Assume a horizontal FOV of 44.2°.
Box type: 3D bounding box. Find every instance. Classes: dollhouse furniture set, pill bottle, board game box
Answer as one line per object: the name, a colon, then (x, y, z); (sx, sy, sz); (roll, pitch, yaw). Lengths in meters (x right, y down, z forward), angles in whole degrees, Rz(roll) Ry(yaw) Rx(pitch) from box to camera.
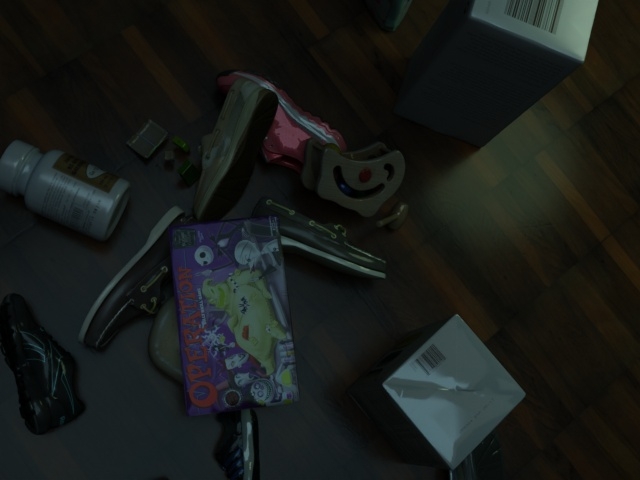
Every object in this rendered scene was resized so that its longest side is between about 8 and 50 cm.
dollhouse furniture set: (-0.317, -0.179, 1.627); (0.151, 0.058, 0.076); (35, 79, 17)
pill bottle: (-0.494, -0.100, 1.513); (0.229, 0.131, 0.131); (24, 73, -6)
board game box: (-0.158, 0.134, 1.441); (0.208, 0.056, 0.347); (-8, 83, -1)

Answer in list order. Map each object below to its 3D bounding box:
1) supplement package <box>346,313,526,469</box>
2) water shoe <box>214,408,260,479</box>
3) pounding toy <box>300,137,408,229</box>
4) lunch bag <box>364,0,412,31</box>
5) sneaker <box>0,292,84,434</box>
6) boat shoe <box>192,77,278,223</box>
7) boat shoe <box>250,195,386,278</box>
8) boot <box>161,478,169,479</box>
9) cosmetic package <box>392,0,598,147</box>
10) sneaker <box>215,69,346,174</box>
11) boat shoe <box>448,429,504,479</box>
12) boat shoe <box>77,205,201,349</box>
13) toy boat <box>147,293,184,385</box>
supplement package: (0.210, 0.292, 1.509); (0.199, 0.263, 0.198); (-40, 87, -18)
water shoe: (-0.161, 0.424, 1.509); (0.080, 0.073, 0.203); (-3, 73, 9)
pounding toy: (0.102, -0.125, 1.608); (0.269, 0.155, 0.154); (21, 100, -37)
lunch bag: (0.154, -0.621, 1.728); (0.160, 0.223, 0.263); (-8, 79, -6)
sneaker: (-0.524, 0.222, 1.466); (0.106, 0.101, 0.268); (-13, 79, -37)
boat shoe: (-0.191, -0.179, 1.588); (0.098, 0.109, 0.302); (30, 102, 22)
boat shoe: (0.001, -0.001, 1.612); (0.304, 0.109, 0.091); (20, 79, -3)
boot: (-0.349, 0.578, 1.390); (0.283, 0.109, 0.220); (-17, 67, -29)
cosmetic package: (0.332, -0.365, 1.588); (0.230, 0.453, 0.162); (20, 73, -8)
sneaker: (-0.100, -0.236, 1.641); (0.313, 0.116, 0.136); (34, 74, -3)
boat shoe: (0.307, 0.528, 1.573); (0.118, 0.103, 0.321); (-1, 83, -32)
boat shoe: (-0.335, 0.082, 1.517); (0.096, 0.116, 0.324); (34, 67, 0)
toy boat: (-0.169, 0.148, 1.536); (0.267, 0.148, 0.318); (25, 81, -1)
